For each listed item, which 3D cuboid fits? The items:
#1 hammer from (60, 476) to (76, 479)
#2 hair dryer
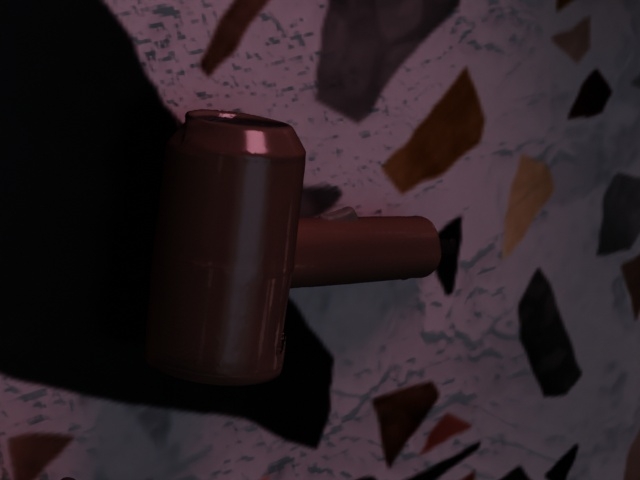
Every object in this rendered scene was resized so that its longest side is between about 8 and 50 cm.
[{"bbox_3d":[-0.115,0.234,0.668,0.137,0.037,0.290,1,115,-25],"label":"hammer"},{"bbox_3d":[0.000,0.000,0.718,0.182,0.064,0.117,-3,105,-45],"label":"hair dryer"}]
